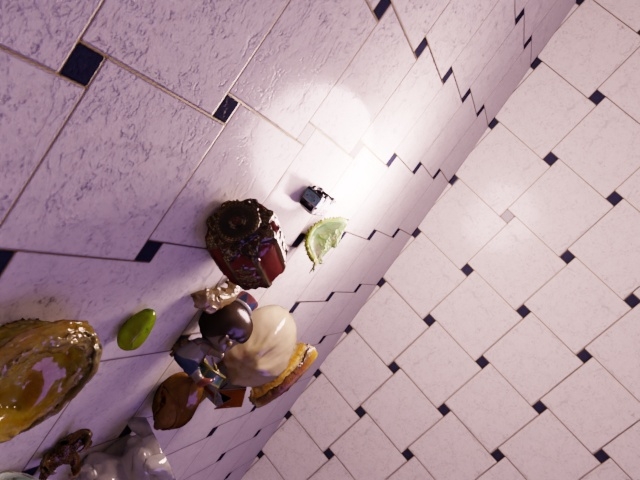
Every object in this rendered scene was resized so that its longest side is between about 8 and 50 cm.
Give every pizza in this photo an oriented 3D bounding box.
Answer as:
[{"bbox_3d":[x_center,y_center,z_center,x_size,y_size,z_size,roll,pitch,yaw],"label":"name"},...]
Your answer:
[{"bbox_3d":[-0.170,0.436,1.847,0.251,0.288,0.074,-53,126,-37],"label":"pizza"}]

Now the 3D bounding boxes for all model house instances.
[{"bbox_3d":[-0.323,0.515,1.891,0.207,0.136,0.219,-38,157,-38],"label":"model house"}]

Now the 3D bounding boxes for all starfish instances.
[{"bbox_3d":[-0.611,0.519,1.336,0.189,0.074,0.146,-59,161,20],"label":"starfish"}]

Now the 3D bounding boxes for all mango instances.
[{"bbox_3d":[-0.406,0.197,1.245,0.108,0.056,0.073,-52,167,-7],"label":"mango"}]

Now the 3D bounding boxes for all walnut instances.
[{"bbox_3d":[-0.409,0.460,1.599,0.137,0.137,0.245,-27,157,-50],"label":"walnut"}]

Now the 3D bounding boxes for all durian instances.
[{"bbox_3d":[0.000,0.000,1.744,0.215,0.100,0.086,-54,159,-12],"label":"durian"}]

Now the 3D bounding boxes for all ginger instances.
[{"bbox_3d":[-0.263,0.142,1.454,0.051,0.069,0.173,-41,170,29],"label":"ginger"}]

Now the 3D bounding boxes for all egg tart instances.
[{"bbox_3d":[-0.513,0.230,0.970,0.288,0.118,0.288,-45,159,-23],"label":"egg tart"}]

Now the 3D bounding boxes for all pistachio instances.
[{"bbox_3d":[-0.182,0.325,1.775,0.332,0.208,0.226,-56,179,-46],"label":"pistachio"}]

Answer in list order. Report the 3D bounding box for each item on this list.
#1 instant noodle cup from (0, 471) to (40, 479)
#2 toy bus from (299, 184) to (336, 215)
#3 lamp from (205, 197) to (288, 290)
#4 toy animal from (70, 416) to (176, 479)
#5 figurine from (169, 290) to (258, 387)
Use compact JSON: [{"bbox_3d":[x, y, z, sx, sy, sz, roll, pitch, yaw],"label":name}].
[{"bbox_3d":[-0.700,0.640,1.198,0.236,0.216,0.215,-60,161,-2],"label":"instant noodle cup"},{"bbox_3d":[-0.012,-0.109,1.584,0.075,0.060,0.123,-52,164,11],"label":"toy bus"},{"bbox_3d":[-0.167,0.014,1.301,0.177,0.177,0.274,-46,163,-15],"label":"lamp"},{"bbox_3d":[-0.546,0.651,1.519,0.265,0.272,0.205,-28,127,-24],"label":"toy animal"},{"bbox_3d":[-0.269,0.258,1.510,0.158,0.161,0.275,43,78,-33],"label":"figurine"}]
